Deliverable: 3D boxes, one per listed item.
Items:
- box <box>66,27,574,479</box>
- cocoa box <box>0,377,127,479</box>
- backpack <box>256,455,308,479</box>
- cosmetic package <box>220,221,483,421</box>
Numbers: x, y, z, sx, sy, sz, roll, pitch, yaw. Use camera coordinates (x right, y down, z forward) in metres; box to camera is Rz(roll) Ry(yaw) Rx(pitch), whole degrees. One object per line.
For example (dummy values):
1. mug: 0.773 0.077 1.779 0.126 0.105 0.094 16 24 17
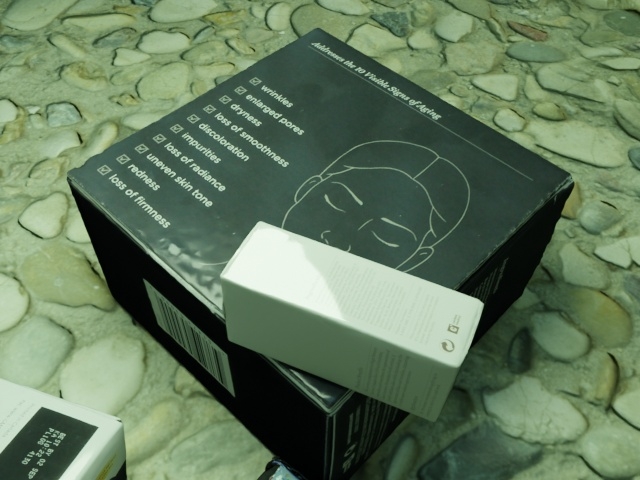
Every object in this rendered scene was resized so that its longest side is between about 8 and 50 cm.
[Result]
1. box: 0.000 0.000 0.986 0.480 0.297 0.471 38 60 25
2. cocoa box: -0.378 0.341 0.688 0.231 0.228 0.347 16 36 11
3. backpack: -0.033 0.336 0.830 0.114 0.105 0.084 31 60 19
4. cosmetic package: 0.025 0.078 0.667 0.231 0.117 0.085 21 52 12
